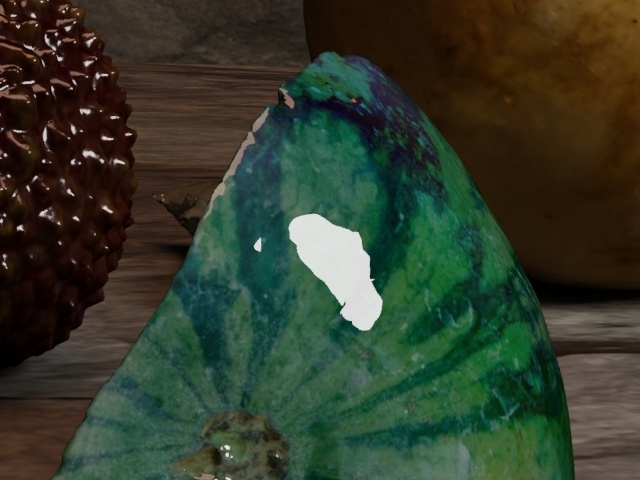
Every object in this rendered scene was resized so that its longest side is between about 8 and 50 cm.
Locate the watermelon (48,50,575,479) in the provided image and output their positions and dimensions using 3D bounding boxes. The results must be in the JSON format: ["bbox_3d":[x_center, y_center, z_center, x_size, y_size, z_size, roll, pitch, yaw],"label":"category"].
[{"bbox_3d":[0.013,0.019,0.507,0.128,0.146,0.231,6,7,15],"label":"watermelon"}]

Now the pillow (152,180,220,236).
[{"bbox_3d":[0.000,0.000,0.927,0.148,0.050,0.229,11,8,-16],"label":"pillow"}]

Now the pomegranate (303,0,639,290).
[{"bbox_3d":[0.142,-0.140,0.960,0.338,0.338,0.338,4,9,-1],"label":"pomegranate"}]

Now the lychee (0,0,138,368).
[{"bbox_3d":[-0.158,-0.034,0.693,0.188,0.188,0.188,4,9,-1],"label":"lychee"}]
